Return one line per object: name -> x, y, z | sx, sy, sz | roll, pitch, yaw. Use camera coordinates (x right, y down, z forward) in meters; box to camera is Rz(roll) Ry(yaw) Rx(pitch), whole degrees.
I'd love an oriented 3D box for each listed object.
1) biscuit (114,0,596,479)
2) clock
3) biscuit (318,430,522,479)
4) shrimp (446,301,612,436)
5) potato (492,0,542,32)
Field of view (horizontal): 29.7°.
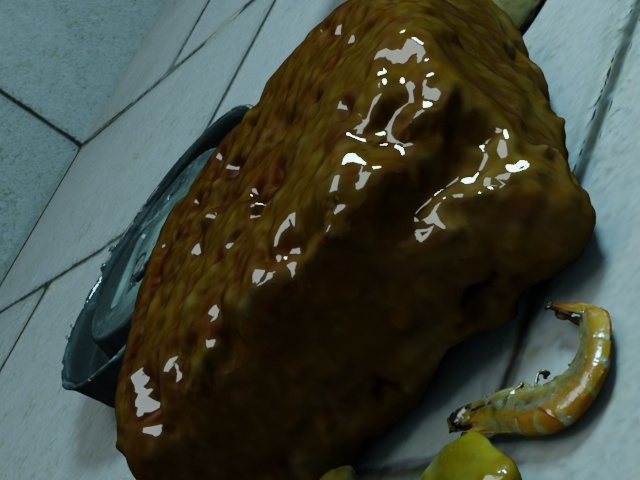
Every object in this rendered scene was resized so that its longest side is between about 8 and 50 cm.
biscuit -> 0.000, 0.000, 0.909 | 0.395, 0.166, 0.342 | -48, 19, 24
clock -> -0.162, 0.020, 1.391 | 0.386, 0.076, 0.386 | -46, 21, 24
biscuit -> 0.035, 0.175, 0.731 | 0.174, 0.039, 0.183 | -56, 20, 1
shrimp -> 0.120, 0.080, 0.703 | 0.127, 0.025, 0.091 | -30, 31, 42
potato -> 0.157, -0.275, 1.087 | 0.138, 0.098, 0.243 | -42, 25, 30
